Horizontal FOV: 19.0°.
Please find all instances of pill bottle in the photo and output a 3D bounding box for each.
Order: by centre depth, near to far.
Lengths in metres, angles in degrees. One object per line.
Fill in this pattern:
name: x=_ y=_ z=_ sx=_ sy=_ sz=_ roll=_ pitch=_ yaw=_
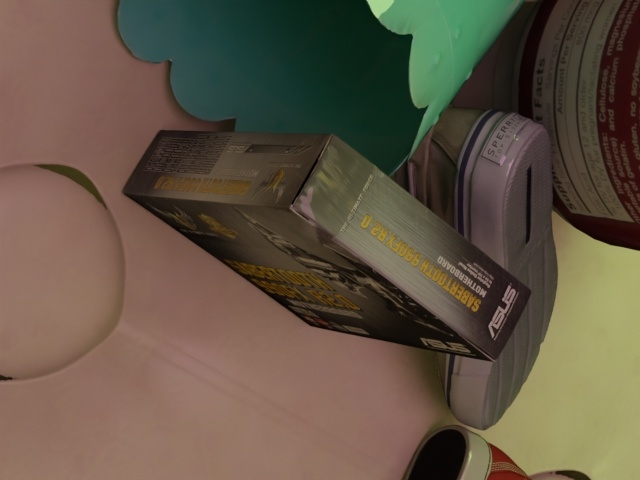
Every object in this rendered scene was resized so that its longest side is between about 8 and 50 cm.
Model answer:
pill bottle: x=0.271 y=-0.095 z=1.292 sx=0.224 sy=0.392 sz=0.224 roll=-4 pitch=99 yaw=-29

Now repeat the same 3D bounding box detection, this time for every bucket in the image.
bucket: x=0.001 y=-0.190 z=1.204 sx=0.183 sy=0.281 sz=0.281 roll=-49 pitch=117 yaw=-26

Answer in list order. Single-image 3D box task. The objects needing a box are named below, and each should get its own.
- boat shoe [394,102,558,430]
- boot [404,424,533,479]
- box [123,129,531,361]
boat shoe: x=0.107 y=0.014 z=1.349 sx=0.109 sy=0.094 sz=0.302 roll=-47 pitch=150 yaw=-35
boot: x=0.111 y=0.284 z=1.428 sx=0.176 sy=0.088 sz=0.244 roll=35 pitch=75 yaw=-30
box: x=0.000 y=0.000 z=1.243 sx=0.183 sy=0.231 sz=0.056 roll=36 pitch=75 yaw=-29
